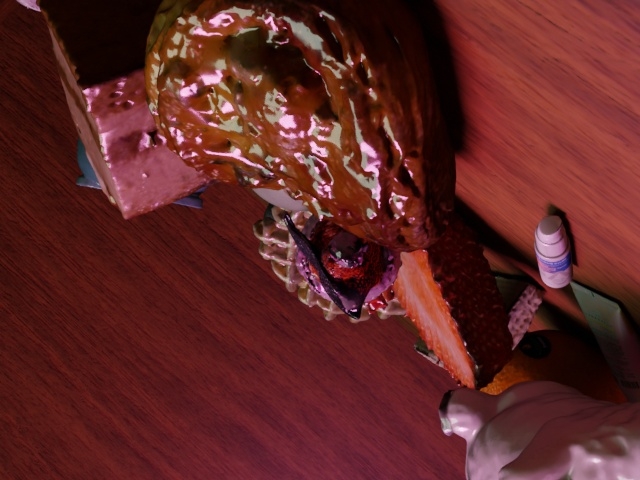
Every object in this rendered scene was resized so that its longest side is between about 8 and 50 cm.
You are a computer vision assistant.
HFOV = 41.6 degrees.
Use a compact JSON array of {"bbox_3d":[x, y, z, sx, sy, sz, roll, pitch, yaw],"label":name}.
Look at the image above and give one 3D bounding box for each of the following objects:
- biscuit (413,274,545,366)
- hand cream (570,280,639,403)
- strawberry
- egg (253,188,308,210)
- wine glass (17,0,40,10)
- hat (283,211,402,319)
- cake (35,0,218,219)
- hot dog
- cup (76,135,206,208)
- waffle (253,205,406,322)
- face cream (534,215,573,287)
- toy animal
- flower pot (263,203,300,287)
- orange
[{"bbox_3d":[0.215,0.116,1.161,0.052,0.150,0.252,35,175,-7],"label":"biscuit"},{"bbox_3d":[0.332,0.117,0.926,0.174,0.047,0.076,54,171,-26],"label":"hand cream"},{"bbox_3d":[0.157,0.050,1.054,0.286,0.106,0.188,58,163,28],"label":"strawberry"},{"bbox_3d":[-0.027,-0.111,1.041,0.149,0.149,0.192,44,168,-22],"label":"egg"},{"bbox_3d":[-0.331,-0.370,1.158,0.196,0.165,0.165,35,172,33],"label":"wine glass"},{"bbox_3d":[0.031,0.024,0.932,0.227,0.128,0.140,-6,-94,-87],"label":"hat"},{"bbox_3d":[-0.176,-0.158,0.933,0.196,0.198,0.293,55,159,30],"label":"cake"},{"bbox_3d":[-0.002,-0.104,0.759,0.266,0.174,0.387,24,170,19],"label":"hot dog"},{"bbox_3d":[-0.222,-0.187,1.287,0.289,0.258,0.219,11,-179,5],"label":"cup"},{"bbox_3d":[0.047,0.035,1.422,0.291,0.056,0.309,-14,128,34],"label":"waffle"},{"bbox_3d":[0.226,0.010,0.818,0.034,0.034,0.130,39,173,28],"label":"face cream"},{"bbox_3d":[0.294,0.226,0.836,0.257,0.194,0.357,3,165,-40],"label":"toy animal"},{"bbox_3d":[0.000,0.000,1.583,0.157,0.189,0.243,-7,141,40],"label":"flower pot"},{"bbox_3d":[0.305,0.213,1.100,0.206,0.206,0.206,41,175,4],"label":"orange"}]
